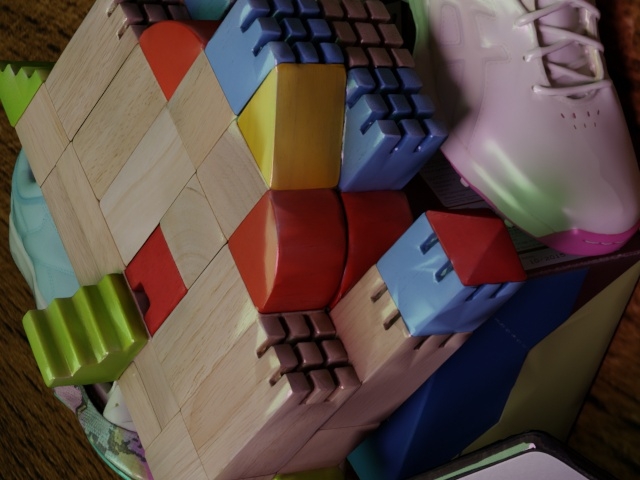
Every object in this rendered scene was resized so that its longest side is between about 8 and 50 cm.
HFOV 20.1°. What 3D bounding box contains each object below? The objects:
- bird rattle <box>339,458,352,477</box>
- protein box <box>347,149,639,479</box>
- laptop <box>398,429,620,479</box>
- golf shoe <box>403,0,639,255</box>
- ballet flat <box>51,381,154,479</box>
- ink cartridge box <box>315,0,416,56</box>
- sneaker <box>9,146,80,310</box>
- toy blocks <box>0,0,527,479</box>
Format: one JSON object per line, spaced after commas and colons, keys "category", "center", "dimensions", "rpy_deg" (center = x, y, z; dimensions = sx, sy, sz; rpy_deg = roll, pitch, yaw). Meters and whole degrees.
{"category": "bird rattle", "center": [-0.008, 0.142, 1.336], "dimensions": [0.207, 0.143, 0.254], "rpy_deg": [-107, 11, -74]}
{"category": "protein box", "center": [0.071, 0.022, 1.142], "dimensions": [0.201, 0.136, 0.200], "rpy_deg": [56, 144, 37]}
{"category": "laptop", "center": [0.098, 0.339, 0.975], "dimensions": [0.382, 0.408, 0.236], "rpy_deg": [-28, 40, 37]}
{"category": "golf shoe", "center": [0.112, -0.138, 1.042], "dimensions": [0.306, 0.115, 0.140], "rpy_deg": [66, 146, 23]}
{"category": "ballet flat", "center": [-0.203, 0.163, 1.788], "dimensions": [0.221, 0.077, 0.079], "rpy_deg": [39, 113, 52]}
{"category": "ink cartridge box", "center": [0.000, -0.164, 1.257], "dimensions": [0.160, 0.092, 0.219], "rpy_deg": [21, 118, 59]}
{"category": "sneaker", "center": [-0.210, -0.004, 1.666], "dimensions": [0.366, 0.135, 0.150], "rpy_deg": [39, 136, 50]}
{"category": "toy blocks", "center": [-0.038, -0.032, 1.033], "dimensions": [0.261, 0.190, 0.381], "rpy_deg": [-49, 56, 40]}
